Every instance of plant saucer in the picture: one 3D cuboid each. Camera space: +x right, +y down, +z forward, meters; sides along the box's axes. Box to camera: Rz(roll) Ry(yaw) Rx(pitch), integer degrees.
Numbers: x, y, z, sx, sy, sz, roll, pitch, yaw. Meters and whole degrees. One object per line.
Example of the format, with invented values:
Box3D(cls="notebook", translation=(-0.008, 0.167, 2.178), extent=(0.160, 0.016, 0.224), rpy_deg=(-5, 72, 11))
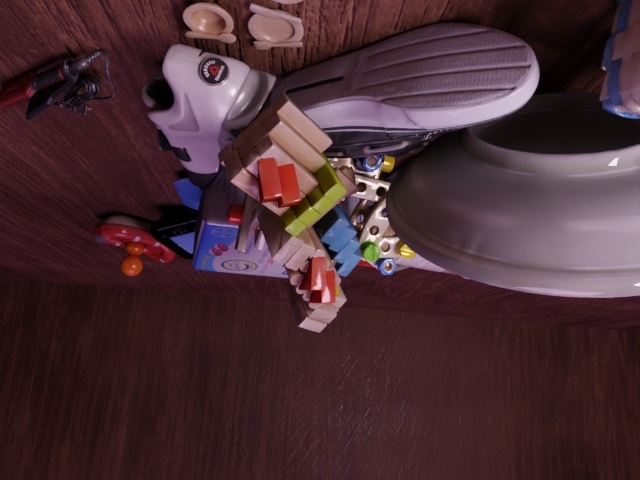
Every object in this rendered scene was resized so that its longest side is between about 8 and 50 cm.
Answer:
Box3D(cls="plant saucer", translation=(0.270, -0.090, 0.595), extent=(0.400, 0.400, 0.101), rpy_deg=(0, 121, 18))

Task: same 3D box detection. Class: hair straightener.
Box3D(cls="hair straightener", translation=(-0.360, -0.215, 0.737), extent=(0.230, 0.047, 0.089), rpy_deg=(-11, 159, 34))

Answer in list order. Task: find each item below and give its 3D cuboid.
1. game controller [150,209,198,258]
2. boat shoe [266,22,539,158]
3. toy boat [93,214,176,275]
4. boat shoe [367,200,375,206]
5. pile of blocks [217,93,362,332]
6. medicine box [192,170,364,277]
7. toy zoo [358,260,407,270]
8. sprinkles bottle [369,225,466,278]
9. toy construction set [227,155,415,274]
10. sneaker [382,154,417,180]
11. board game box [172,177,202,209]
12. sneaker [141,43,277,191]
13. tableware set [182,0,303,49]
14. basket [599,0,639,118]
Box3D(cls="game controller", translation=(-0.336, -0.008, 1.419), extent=(0.166, 0.067, 0.319), rpy_deg=(-5, 165, 3))
Box3D(cls="boat shoe", translation=(0.093, -0.163, 0.623), extent=(0.335, 0.121, 0.119), rpy_deg=(6, 157, 38))
Box3D(cls="toy boat", translation=(-0.520, 0.026, 1.467), extent=(0.150, 0.151, 0.231), rpy_deg=(-9, 160, 44))
Box3D(cls="boat shoe", translation=(0.085, -0.072, 1.078), extent=(0.066, 0.066, 0.183), rpy_deg=(8, 165, -15))
Box3D(cls="pile of blocks", translation=(0.000, 0.000, 0.665), extent=(0.148, 0.113, 0.362), rpy_deg=(-23, 136, -3))
Box3D(cls="medicine box", translation=(-0.093, -0.036, 1.031), extent=(0.289, 0.149, 0.263), rpy_deg=(7, 158, -16))
Box3D(cls="toy zoo", translation=(0.147, 0.045, 1.578), extent=(0.293, 0.030, 0.192), rpy_deg=(10, 165, -17))
Box3D(cls="sprinkles bottle", translation=(0.251, 0.012, 1.240), extent=(0.355, 0.121, 0.121), rpy_deg=(11, 164, -23))
Box3D(cls="toy construction set", translation=(0.011, -0.058, 0.821), extent=(0.327, 0.215, 0.151), rpy_deg=(7, -163, -30))
Box3D(cls="sneaker", translation=(0.162, -0.089, 0.962), extent=(0.080, 0.081, 0.211), rpy_deg=(7, 165, -13))
Box3D(cls="board game box", translation=(-0.235, -0.107, 1.115), extent=(0.133, 0.033, 0.169), rpy_deg=(5, 158, 1))
Box3D(cls="sneaker", translation=(-0.172, -0.172, 0.727), extent=(0.146, 0.123, 0.330), rpy_deg=(26, 160, -14))
Box3D(cls="tableware set", translation=(-0.081, -0.250, 0.543), extent=(0.140, 0.020, 0.169), rpy_deg=(6, 165, -6))
Box3D(cls="basket", translation=(0.391, -0.161, 0.378), extent=(0.254, 0.201, 0.289), rpy_deg=(10, 174, -16))
